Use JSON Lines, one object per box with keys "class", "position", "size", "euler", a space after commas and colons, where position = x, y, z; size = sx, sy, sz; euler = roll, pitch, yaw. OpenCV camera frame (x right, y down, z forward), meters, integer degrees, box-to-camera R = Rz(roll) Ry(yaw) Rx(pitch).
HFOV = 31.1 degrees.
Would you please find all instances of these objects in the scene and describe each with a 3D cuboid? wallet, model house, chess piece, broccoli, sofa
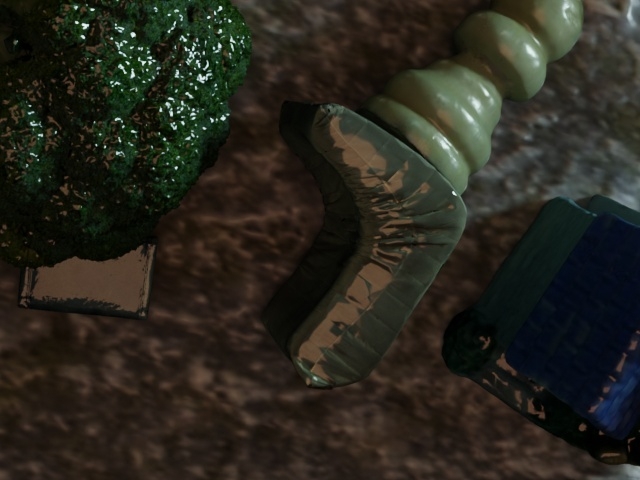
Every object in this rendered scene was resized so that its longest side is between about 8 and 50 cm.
{"class": "wallet", "position": [-0.229, 0.028, 1.131], "size": [0.129, 0.026, 0.088], "euler": [7, 92, -10]}
{"class": "model house", "position": [0.328, 0.110, 1.090], "size": [0.295, 0.329, 0.251], "euler": [35, 87, -11]}
{"class": "chess piece", "position": [0.163, -0.165, 1.130], "size": [0.243, 0.133, 0.133], "euler": [-46, 102, -6]}
{"class": "broccoli", "position": [-0.218, -0.133, 1.000], "size": [0.283, 0.304, 0.321], "euler": [34, 70, 20]}
{"class": "sofa", "position": [0.000, 0.000, 1.077], "size": [0.176, 0.210, 0.225], "euler": [33, 92, -14]}
